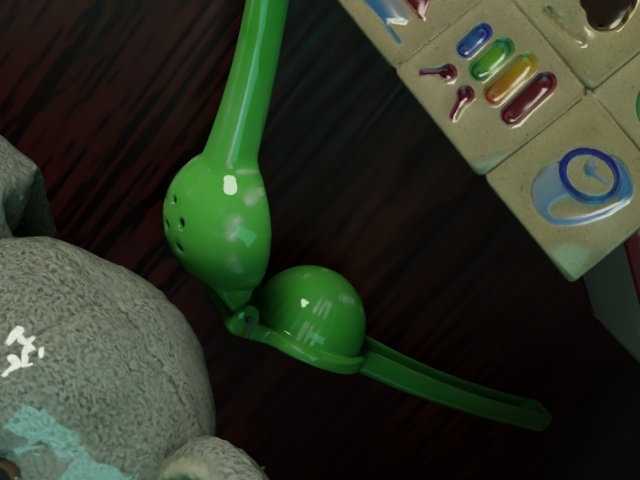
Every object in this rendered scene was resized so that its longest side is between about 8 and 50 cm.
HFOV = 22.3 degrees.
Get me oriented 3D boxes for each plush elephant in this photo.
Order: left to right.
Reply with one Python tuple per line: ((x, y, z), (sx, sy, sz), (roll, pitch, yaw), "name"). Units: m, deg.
((-0.127, 0.111, 0.567), (0.330, 0.272, 0.255), (-33, 149, -34), "plush elephant")

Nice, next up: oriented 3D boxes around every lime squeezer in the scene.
((0.000, 0.000, 0.659), (0.110, 0.059, 0.310), (-43, 129, -19), "lime squeezer")

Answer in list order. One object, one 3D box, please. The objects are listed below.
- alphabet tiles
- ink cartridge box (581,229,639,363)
((0.073, -0.141, 0.472), (0.198, 0.009, 0.237), (-39, 86, -2), "alphabet tiles")
((0.209, -0.089, 0.550), (0.272, 0.114, 0.197), (-17, 102, 0), "ink cartridge box")
